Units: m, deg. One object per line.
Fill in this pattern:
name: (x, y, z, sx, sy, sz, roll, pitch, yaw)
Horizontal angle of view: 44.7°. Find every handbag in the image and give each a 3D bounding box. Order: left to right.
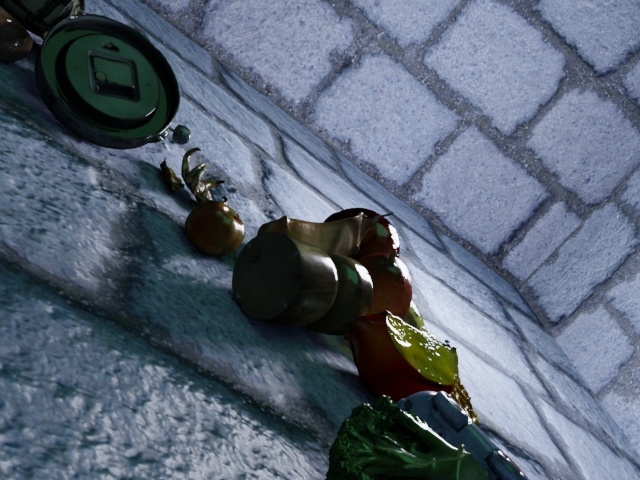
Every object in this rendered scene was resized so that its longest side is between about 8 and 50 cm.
handbag: (-0.707, -0.600, 1.822, 0.325, 0.162, 0.327, 41, -8, -7)

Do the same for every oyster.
oyster: (-0.351, -0.150, 1.810, 0.086, 0.029, 0.132, 52, 4, -7)

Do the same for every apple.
apple: (-0.224, -0.028, 1.642, 0.126, 0.102, 0.126, 37, 14, -11)

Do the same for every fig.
fig: (0.094, 0.025, 2.045, 0.215, 0.235, 0.235, 13, 29, -33)

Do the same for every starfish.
starfish: (-0.264, -0.120, 1.843, 0.189, 0.074, 0.146, 57, 1, -28)

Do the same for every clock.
clock: (-0.471, -0.353, 1.737, 0.325, 0.067, 0.324, 21, 54, -31)

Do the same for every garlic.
garlic: (0.002, 0.007, 1.867, 0.339, 0.196, 0.151, -3, 61, -36)

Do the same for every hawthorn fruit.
hawthorn fruit: (0.136, 0.111, 1.845, 0.200, 0.251, 0.199, 15, 43, -14)

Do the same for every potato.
potato: (0.211, 0.183, 2.132, 0.225, 0.090, 0.117, 50, -4, 15)

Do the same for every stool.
stool: (-0.034, 0.095, 1.617, 0.264, 0.179, 0.179, 21, 25, -52)

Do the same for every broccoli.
broccoli: (0.123, 0.368, 1.173, 0.261, 0.242, 0.269, 56, 40, -17)

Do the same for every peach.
peach: (0.161, 0.268, 1.645, 0.267, 0.159, 0.153, 31, 30, -29)

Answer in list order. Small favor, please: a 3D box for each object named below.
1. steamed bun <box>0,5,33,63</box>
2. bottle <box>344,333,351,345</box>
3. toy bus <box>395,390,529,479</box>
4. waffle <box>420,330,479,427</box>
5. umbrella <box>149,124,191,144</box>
steamed bun: (-0.717, -0.461, 1.675, 0.145, 0.106, 0.175, 40, 0, 17)
bottle: (0.130, 0.250, 1.796, 0.187, 0.069, 0.069, 30, 18, -31)
toy bus: (0.235, 0.409, 1.393, 0.294, 0.197, 0.232, 45, 5, 20)
waffle: (0.295, 0.340, 1.859, 0.291, 0.051, 0.291, 53, 16, -22)
umbrella: (-0.468, -0.303, 1.839, 0.349, 0.094, 0.143, 22, 43, -36)
